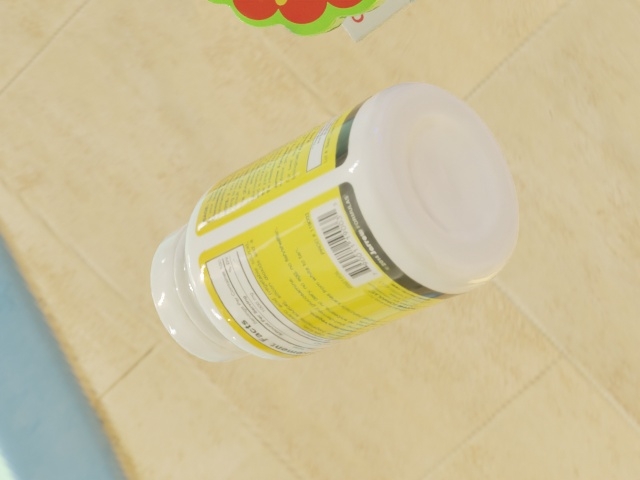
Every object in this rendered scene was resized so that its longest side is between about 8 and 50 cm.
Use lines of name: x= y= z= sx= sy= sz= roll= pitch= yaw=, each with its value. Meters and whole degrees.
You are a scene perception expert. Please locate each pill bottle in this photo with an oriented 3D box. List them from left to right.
pill bottle: x=0.000 y=0.000 z=1.372 sx=0.334 sy=0.188 sz=0.188 roll=-25 pitch=101 yaw=42

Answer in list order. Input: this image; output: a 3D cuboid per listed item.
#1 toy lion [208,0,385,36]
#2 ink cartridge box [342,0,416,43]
toy lion: x=0.007 y=-0.102 z=0.399 sx=0.100 sy=0.034 sz=0.096 roll=3 pitch=103 yaw=16
ink cartridge box: x=0.068 y=-0.284 z=1.397 sx=0.176 sy=0.127 sz=0.128 roll=-35 pitch=95 yaw=10
